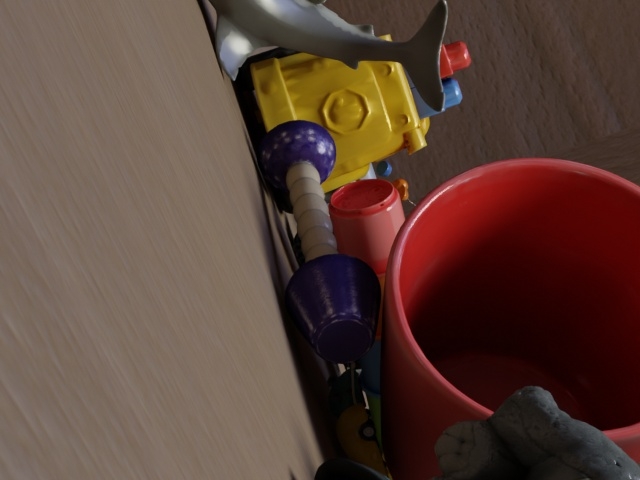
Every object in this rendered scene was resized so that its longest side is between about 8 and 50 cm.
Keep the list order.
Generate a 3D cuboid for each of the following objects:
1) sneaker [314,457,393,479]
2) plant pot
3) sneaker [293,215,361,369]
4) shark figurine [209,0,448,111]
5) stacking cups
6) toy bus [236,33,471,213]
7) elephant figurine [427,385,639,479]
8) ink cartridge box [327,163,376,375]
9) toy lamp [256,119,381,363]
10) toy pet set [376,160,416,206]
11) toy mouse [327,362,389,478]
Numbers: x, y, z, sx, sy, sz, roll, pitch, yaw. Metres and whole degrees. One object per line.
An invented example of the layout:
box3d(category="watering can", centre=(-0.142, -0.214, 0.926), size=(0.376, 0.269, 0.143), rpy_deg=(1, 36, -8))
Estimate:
box3d(category="sneaker", centre=(0.041, 0.234, 1.176), size=(0.106, 0.101, 0.267), rpy_deg=(46, 16, -27))
box3d(category="plant pot", centre=(0.164, 0.109, 1.606), size=(0.243, 0.275, 0.275), rpy_deg=(106, -26, -53))
box3d(category="sneaker", centre=(0.020, 0.041, 1.844), size=(0.075, 0.057, 0.161), rpy_deg=(-86, 155, -66))
box3d(category="shark figurine", centre=(-0.029, -0.178, 1.693), size=(0.116, 0.278, 0.166), rpy_deg=(-65, -170, -25))
box3d(category="stacking cups", centre=(0.063, 0.098, 1.779), size=(0.096, 0.096, 0.316), rpy_deg=(-101, 174, -63))
box3d(category="toy bus", centre=(0.042, -0.130, 1.840), size=(0.220, 0.211, 0.149), rpy_deg=(-73, 143, -86))
box3d(category="elephant figurine", centre=(0.181, 0.211, 1.414), size=(0.186, 0.169, 0.239), rpy_deg=(55, 6, 37))
box3d(category="ink cartridge box", centre=(0.043, 0.000, 2.136), size=(0.385, 0.091, 0.308), rpy_deg=(43, 29, -79))
box3d(category="toy lamp", centre=(0.000, 0.000, 1.609), size=(0.274, 0.080, 0.080), rpy_deg=(-102, 172, -53))
box3d(category="toy pet set", centre=(0.065, 0.009, 1.901), size=(0.065, 0.122, 0.114), rpy_deg=(27, 22, -42))
box3d(category="toy mouse", centre=(0.032, 0.163, 1.616), size=(0.143, 0.031, 0.161), rpy_deg=(-107, 180, -81))
